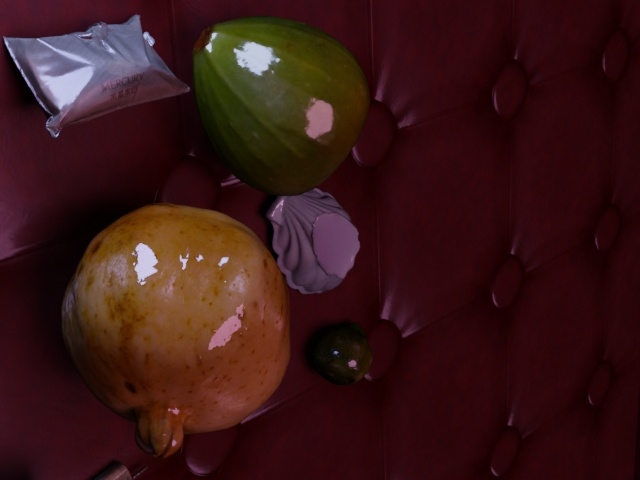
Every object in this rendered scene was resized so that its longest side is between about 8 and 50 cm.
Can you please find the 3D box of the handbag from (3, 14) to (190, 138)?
[{"bbox_3d":[-0.345,-0.263,1.641,0.270,0.117,0.182,-26,80,-40],"label":"handbag"}]

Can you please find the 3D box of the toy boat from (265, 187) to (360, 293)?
[{"bbox_3d":[0.000,0.000,2.117,0.199,0.100,0.290,-58,138,-18],"label":"toy boat"}]

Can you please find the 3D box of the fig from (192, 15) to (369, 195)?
[{"bbox_3d":[-0.084,-0.244,1.822,0.316,0.316,0.316,-17,115,-43],"label":"fig"}]

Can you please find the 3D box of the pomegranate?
[{"bbox_3d":[-0.227,0.149,1.691,0.410,0.410,0.410,-17,115,-43],"label":"pomegranate"}]

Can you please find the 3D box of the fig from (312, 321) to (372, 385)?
[{"bbox_3d":[0.057,0.227,2.240,0.156,0.123,0.123,-57,137,-36],"label":"fig"}]

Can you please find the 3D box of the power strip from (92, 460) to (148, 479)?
[{"bbox_3d":[-0.405,0.477,1.875,0.268,0.034,0.092,-37,127,-34],"label":"power strip"}]
